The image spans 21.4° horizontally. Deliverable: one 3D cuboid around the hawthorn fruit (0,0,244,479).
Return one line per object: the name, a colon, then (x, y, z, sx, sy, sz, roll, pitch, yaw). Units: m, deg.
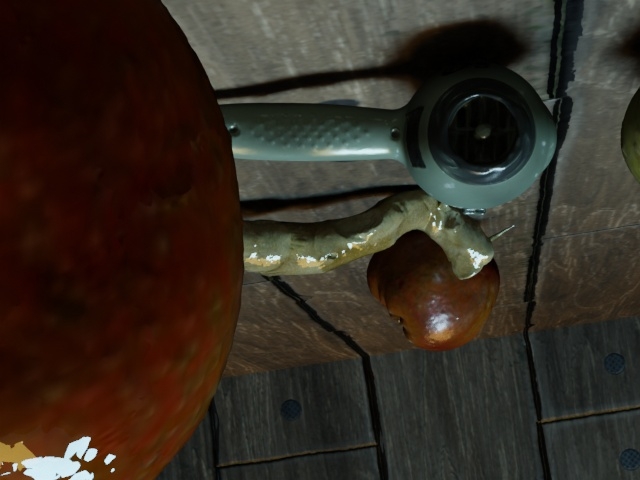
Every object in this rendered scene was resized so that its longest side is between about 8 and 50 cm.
hawthorn fruit: (-0.154, -0.009, 0.626, 0.277, 0.277, 0.298, -11, -164, 17)

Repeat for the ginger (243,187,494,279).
ginger: (0.000, 0.000, 1.382, 0.288, 0.075, 0.089, -2, 167, -15)

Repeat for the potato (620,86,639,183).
potato: (0.277, -0.061, 0.994, 0.192, 0.141, 0.296, 11, 178, -3)

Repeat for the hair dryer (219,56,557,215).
hair dryer: (0.023, -0.066, 1.049, 0.267, 0.092, 0.229, 3, -178, 20)

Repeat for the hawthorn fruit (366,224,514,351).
hawthorn fruit: (0.110, 0.038, 1.611, 0.125, 0.140, 0.125, 21, 160, 8)
